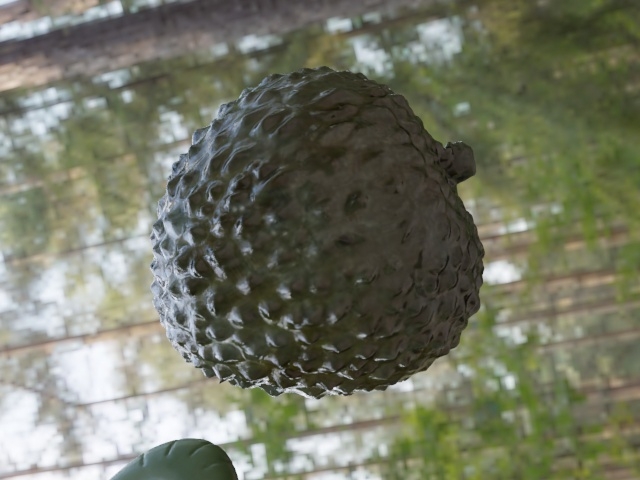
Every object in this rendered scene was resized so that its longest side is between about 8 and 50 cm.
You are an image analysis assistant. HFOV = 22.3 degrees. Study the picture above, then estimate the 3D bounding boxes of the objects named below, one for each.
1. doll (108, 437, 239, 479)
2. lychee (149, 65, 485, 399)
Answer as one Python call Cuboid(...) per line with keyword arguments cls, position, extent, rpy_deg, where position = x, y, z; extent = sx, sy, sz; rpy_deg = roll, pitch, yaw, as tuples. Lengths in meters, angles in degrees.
Cuboid(cls="doll", position=(-0.163, 0.297, 1.297), extent=(0.216, 0.268, 0.284), rpy_deg=(49, -174, -42))
Cuboid(cls="lychee", position=(0.000, 0.000, 1.239), extent=(0.255, 0.274, 0.255), rpy_deg=(54, 176, 5))
